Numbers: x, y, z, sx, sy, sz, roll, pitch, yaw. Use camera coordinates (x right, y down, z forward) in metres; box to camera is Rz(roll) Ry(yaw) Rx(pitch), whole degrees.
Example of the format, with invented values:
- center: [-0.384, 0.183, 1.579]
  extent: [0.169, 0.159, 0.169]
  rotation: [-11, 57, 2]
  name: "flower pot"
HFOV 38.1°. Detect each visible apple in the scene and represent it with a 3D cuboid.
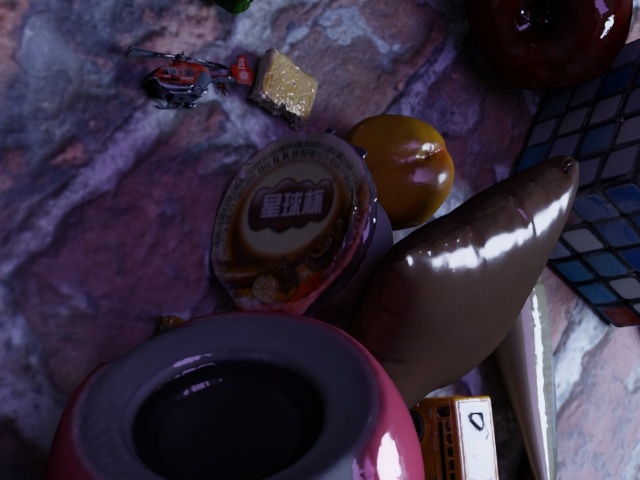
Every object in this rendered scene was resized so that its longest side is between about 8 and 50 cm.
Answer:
- center: [0.310, -0.310, 1.243]
  extent: [0.234, 0.234, 0.234]
  rotation: [9, 74, -35]
  name: "apple"

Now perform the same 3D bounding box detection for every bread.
- center: [-0.040, -0.173, 1.058]
  extent: [0.083, 0.035, 0.070]
  rotation: [26, 65, -36]
  name: "bread"

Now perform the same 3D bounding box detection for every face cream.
- center: [0.261, 0.171, 1.164]
  extent: [0.137, 0.084, 0.341]
  rotation: [12, 67, -74]
  name: "face cream"

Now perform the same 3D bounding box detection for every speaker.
- center: [-0.060, 0.189, 0.736]
  extent: [0.294, 0.294, 0.294]
  rotation: [9, 74, -35]
  name: "speaker"

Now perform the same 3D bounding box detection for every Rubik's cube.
- center: [0.469, -0.087, 1.253]
  extent: [0.287, 0.293, 0.292]
  rotation: [40, 57, -23]
  name: "Rubik's cube"

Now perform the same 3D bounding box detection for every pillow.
- center: [0.129, 0.071, 0.985]
  extent: [0.305, 0.307, 0.108]
  rotation: [-27, 57, -40]
  name: "pillow"

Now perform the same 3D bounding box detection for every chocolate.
- center: [0.004, 0.007, 0.971]
  extent: [0.147, 0.221, 0.221]
  rotation: [33, 60, -45]
  name: "chocolate"

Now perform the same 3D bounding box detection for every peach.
- center: [0.087, -0.081, 1.071]
  extent: [0.138, 0.138, 0.138]
  rotation: [9, 74, -35]
  name: "peach"

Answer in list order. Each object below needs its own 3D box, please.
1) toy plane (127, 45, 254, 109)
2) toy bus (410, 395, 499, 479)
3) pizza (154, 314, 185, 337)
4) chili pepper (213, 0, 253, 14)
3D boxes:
- center: [-0.134, -0.174, 0.987]
  extent: [0.145, 0.037, 0.060]
  rotation: [-6, 73, -33]
  name: "toy plane"
- center: [0.157, 0.276, 1.062]
  extent: [0.083, 0.088, 0.194]
  rotation: [4, 77, -37]
  name: "toy bus"
- center: [-0.109, 0.161, 0.912]
  extent: [0.292, 0.058, 0.197]
  rotation: [-18, 90, -38]
  name: "pizza"
- center: [-0.126, -0.335, 1.023]
  extent: [0.073, 0.050, 0.182]
  rotation: [-13, 85, -31]
  name: "chili pepper"
